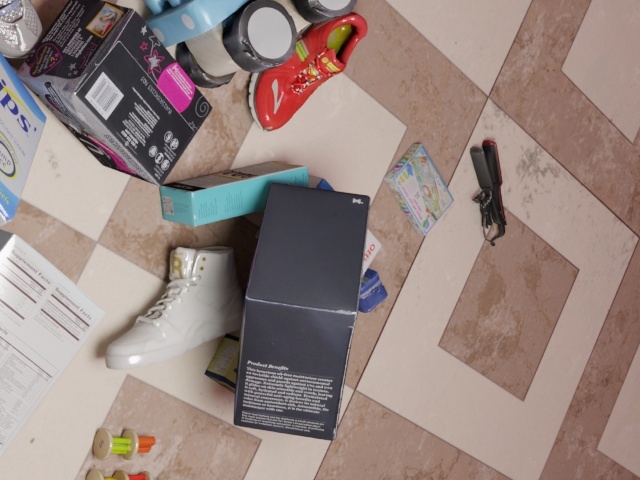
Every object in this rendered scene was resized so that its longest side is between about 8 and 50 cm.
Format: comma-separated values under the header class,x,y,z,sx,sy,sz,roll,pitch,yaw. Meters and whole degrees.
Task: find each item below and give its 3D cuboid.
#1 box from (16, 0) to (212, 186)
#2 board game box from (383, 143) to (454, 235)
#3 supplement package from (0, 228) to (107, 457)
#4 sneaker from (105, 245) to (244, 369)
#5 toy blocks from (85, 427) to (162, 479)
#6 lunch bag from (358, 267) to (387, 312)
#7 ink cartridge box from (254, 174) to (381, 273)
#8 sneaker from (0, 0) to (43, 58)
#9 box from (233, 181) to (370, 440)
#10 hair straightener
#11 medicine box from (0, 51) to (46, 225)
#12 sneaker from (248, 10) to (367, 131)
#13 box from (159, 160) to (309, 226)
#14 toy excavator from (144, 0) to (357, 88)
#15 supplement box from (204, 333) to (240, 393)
class,x,y,z,sx,sy,sz,roll,pitch,yaw
box,-0.307,-0.222,1.762,0.163,0.142,0.247,-58,143,-15
board game box,0.196,-0.101,2.322,0.103,0.026,0.154,-49,126,-23
supplement package,-0.489,0.135,1.669,0.198,0.199,0.263,47,68,-36
sneaker,-0.248,0.097,1.939,0.292,0.108,0.169,-23,112,-46
toy blocks,-0.311,0.377,1.964,0.148,0.054,0.123,12,90,-42
lunch bag,0.076,0.088,2.208,0.067,0.098,0.065,-40,119,-22
ink cartridge box,0.000,0.000,2.135,0.203,0.086,0.148,46,69,-35
sneaker,-0.474,-0.374,1.639,0.105,0.115,0.281,-45,124,-25
box,-0.030,0.111,1.921,0.296,0.182,0.294,-81,180,-51
hair straightener,0.340,-0.089,2.443,0.089,0.047,0.230,-27,119,-34
medicine box,-0.509,-0.169,1.530,0.149,0.289,0.263,-23,122,13
sneaker,-0.019,-0.304,2.038,0.279,0.118,0.107,-54,127,-19
box,-0.142,-0.082,1.989,0.244,0.100,0.060,-16,108,-37
toy excavator,-0.228,-0.439,1.809,0.433,0.222,0.445,-42,109,-26
supplement box,-0.144,0.224,2.075,0.083,0.056,0.083,39,72,-37
